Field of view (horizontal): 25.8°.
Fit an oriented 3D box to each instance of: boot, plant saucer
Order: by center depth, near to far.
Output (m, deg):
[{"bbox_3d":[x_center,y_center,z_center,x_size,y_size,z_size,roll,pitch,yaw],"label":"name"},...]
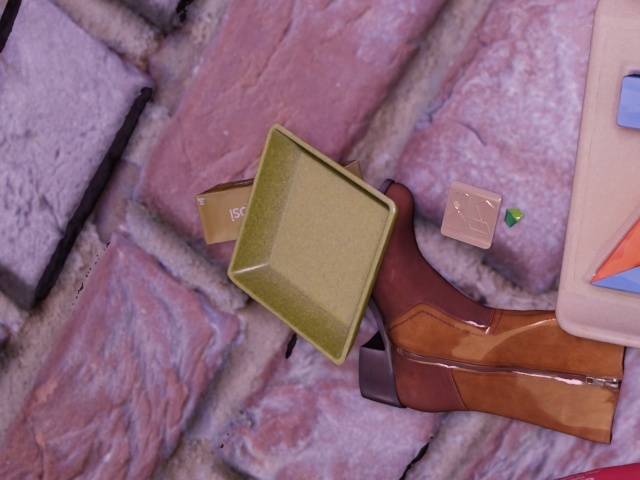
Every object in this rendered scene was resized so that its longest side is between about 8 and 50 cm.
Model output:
[{"bbox_3d":[0.000,0.000,1.429,0.188,0.045,0.188,36,120,35],"label":"plant saucer"},{"bbox_3d":[0.176,0.074,1.439,0.280,0.096,0.264,7,106,22],"label":"boot"}]

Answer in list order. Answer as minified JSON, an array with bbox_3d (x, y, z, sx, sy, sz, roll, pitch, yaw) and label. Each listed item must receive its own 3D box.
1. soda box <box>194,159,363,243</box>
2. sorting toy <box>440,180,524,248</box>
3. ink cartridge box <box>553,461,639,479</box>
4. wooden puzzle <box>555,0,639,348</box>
[{"bbox_3d":[-0.043,-0.042,1.524,0.181,0.061,0.058,-9,101,26],"label":"soda box"},{"bbox_3d":[0.170,-0.024,1.460,0.083,0.012,0.062,19,114,19],"label":"sorting toy"},{"bbox_3d":[0.279,0.381,1.358,0.131,0.306,0.226,-14,98,27],"label":"ink cartridge box"},{"bbox_3d":[0.389,-0.054,1.283,0.322,0.080,0.348,10,99,22],"label":"wooden puzzle"}]
